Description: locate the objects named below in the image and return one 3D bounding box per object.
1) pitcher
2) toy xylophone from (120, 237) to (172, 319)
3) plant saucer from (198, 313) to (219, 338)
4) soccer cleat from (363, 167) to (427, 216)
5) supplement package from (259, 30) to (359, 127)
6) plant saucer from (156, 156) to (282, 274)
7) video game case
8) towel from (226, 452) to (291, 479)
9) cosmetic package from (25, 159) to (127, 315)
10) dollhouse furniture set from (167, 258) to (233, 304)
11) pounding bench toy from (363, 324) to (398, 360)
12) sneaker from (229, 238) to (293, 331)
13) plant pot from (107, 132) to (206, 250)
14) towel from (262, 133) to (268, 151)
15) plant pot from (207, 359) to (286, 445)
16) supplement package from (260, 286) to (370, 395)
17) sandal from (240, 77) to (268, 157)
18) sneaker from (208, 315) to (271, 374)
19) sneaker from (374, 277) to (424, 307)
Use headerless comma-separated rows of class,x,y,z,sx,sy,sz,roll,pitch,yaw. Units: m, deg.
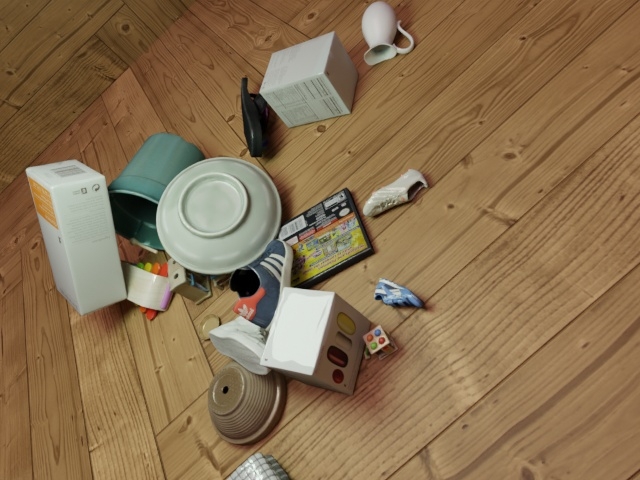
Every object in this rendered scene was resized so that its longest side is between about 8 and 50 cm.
pitcher,0.236,-0.736,1.608,0.177,0.125,0.207,-3,70,8
toy xylophone,-0.640,0.129,1.637,0.322,0.081,0.236,23,91,38
plant saucer,-0.346,0.270,1.425,0.083,0.015,0.083,-17,55,25
soccer cleat,0.207,-0.125,1.275,0.196,0.068,0.076,-37,52,5
supplement package,-0.035,-0.557,1.608,0.262,0.198,0.199,-5,60,31
plant saucer,-0.321,-0.098,1.411,0.400,0.100,0.401,0,71,1
video game case,0.000,0.000,1.353,0.274,0.035,0.248,-29,50,14
towel,-0.151,0.656,0.995,0.284,0.121,0.235,-48,50,-4
cosmetic package,-0.796,-0.011,1.502,0.230,0.453,0.161,24,34,37
dollhouse furniture set,-0.379,0.093,1.479,0.183,0.129,0.129,-32,50,14
pounding bench toy,0.129,0.253,1.091,0.083,0.065,0.052,-36,49,10
sneaker,-0.164,0.089,1.236,0.131,0.148,0.350,-59,19,24
plant pot,-0.590,-0.193,1.684,0.341,0.341,0.334,-9,50,29
towel,-0.225,-0.368,1.742,0.060,0.009,0.083,-17,54,23
plant pot,-0.216,0.405,1.196,0.237,0.110,0.237,-16,56,25
supplement package,-0.004,0.242,1.093,0.149,0.203,0.194,1,64,34
sandal,-0.241,-0.468,1.740,0.107,0.168,0.446,-5,48,-13
sneaker,-0.165,0.246,1.203,0.169,0.108,0.292,-31,21,-31
sneaker,0.193,0.143,1.128,0.144,0.053,0.059,20,74,48
